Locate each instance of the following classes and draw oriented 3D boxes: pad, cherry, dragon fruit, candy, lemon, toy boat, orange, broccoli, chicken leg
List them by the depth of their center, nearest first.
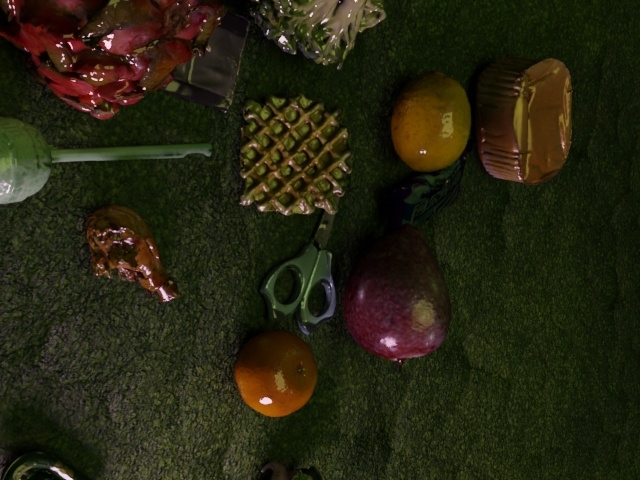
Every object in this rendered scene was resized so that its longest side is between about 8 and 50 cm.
[{"bbox_3d":[-0.314,-0.309,1.116,0.314,0.296,0.263,-4,135,-45],"label":"dragon fruit"},{"bbox_3d":[-0.329,-0.132,1.234,0.440,0.119,0.119,-12,106,-48],"label":"candy"},{"bbox_3d":[-0.411,0.396,1.278,0.104,0.052,0.210,-50,128,-21],"label":"toy boat"},{"bbox_3d":[-0.290,0.033,1.299,0.101,0.085,0.207,-84,153,-44],"label":"chicken leg"},{"bbox_3d":[-0.223,-0.317,1.337,0.233,0.022,0.174,9,93,-42],"label":"pad"},{"bbox_3d":[0.001,-0.469,1.388,0.324,0.272,0.334,62,38,-79],"label":"broccoli"},{"bbox_3d":[-0.085,0.240,1.493,0.159,0.136,0.158,16,68,-45],"label":"orange"},{"bbox_3d":[0.150,0.112,1.624,0.203,0.230,0.300,6,81,-9],"label":"cherry"},{"bbox_3d":[0.221,-0.241,1.665,0.170,0.170,0.207,-2,98,-43],"label":"lemon"},{"bbox_3d":[0.235,-0.106,1.762,0.275,0.070,0.145,-34,140,-34],"label":"candy"}]

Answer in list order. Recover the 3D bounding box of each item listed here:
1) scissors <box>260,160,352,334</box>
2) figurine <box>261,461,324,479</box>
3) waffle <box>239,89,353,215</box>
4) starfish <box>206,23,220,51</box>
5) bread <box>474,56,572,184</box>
[{"bbox_3d":[0.001,0.000,1.598,0.191,0.029,0.360,27,80,-41],"label":"scissors"},{"bbox_3d":[-0.071,0.491,1.562,0.192,0.147,0.126,-31,104,-49],"label":"figurine"},{"bbox_3d":[-0.042,-0.155,1.467,0.204,0.054,0.223,2,89,-11],"label":"waffle"},{"bbox_3d":[-0.202,-0.338,1.326,0.092,0.016,0.086,47,67,-42],"label":"starfish"},{"bbox_3d":[0.453,-0.278,1.883,0.204,0.156,0.288,-27,118,-27],"label":"bread"}]
